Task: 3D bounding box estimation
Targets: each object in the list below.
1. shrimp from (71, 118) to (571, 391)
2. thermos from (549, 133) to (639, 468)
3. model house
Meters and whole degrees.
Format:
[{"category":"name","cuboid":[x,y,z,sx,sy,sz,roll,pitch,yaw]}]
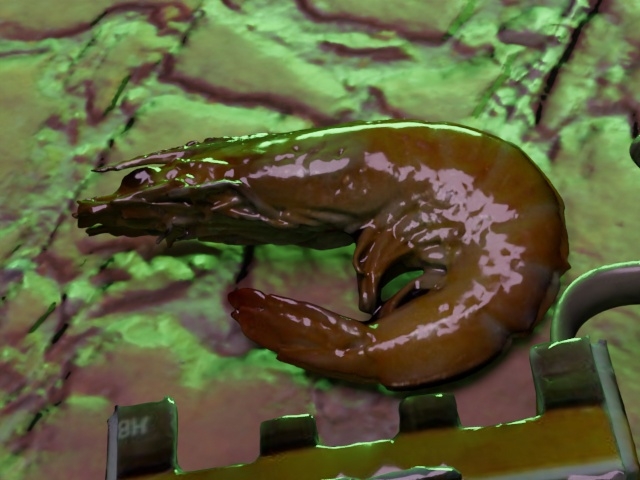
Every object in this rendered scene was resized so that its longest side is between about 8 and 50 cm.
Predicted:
[{"category":"shrimp","cuboid":[0.000,0.000,0.813,0.248,0.068,0.150,6,58,11]},{"category":"thermos","cuboid":[0.192,0.074,0.662,0.176,0.146,0.265,-9,42,0]},{"category":"model house","cuboid":[0.032,0.182,0.561,0.198,0.224,0.215,-7,47,4]}]
